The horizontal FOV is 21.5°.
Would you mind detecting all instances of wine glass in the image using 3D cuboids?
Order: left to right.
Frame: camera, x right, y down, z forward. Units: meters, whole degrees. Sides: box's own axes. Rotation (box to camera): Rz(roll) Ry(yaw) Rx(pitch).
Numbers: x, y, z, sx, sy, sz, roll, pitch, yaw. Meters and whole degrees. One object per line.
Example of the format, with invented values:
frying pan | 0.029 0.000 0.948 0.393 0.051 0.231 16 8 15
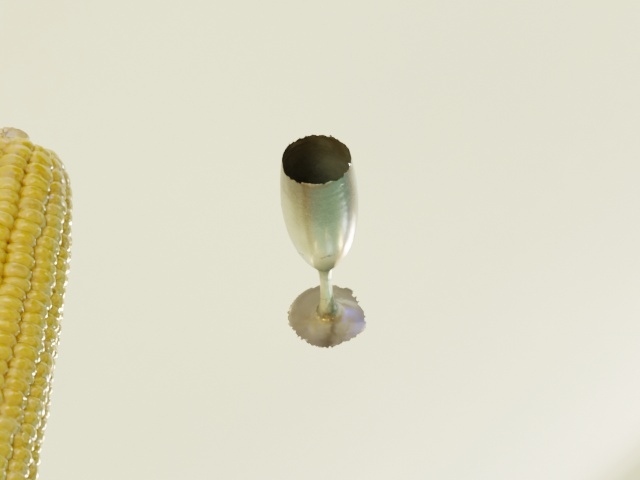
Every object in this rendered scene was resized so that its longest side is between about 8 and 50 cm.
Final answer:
wine glass | 0.000 0.000 1.262 0.066 0.066 0.198 -30 -34 -18

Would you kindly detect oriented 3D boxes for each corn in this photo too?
corn | -0.143 0.042 0.720 0.067 0.206 0.067 0 -28 0
